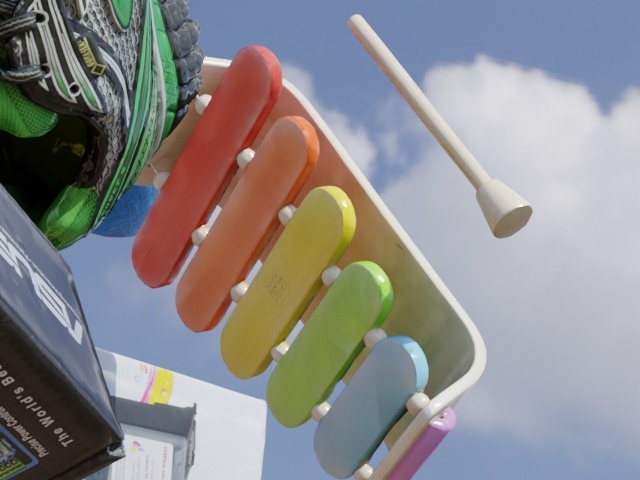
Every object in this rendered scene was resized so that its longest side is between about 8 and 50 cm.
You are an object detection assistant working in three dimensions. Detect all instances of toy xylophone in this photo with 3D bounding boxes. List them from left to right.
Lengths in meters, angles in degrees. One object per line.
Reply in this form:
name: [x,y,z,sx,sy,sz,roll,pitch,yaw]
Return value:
toy xylophone: [0.000,0.000,1.169,0.081,0.323,0.236,-10,-44,-42]

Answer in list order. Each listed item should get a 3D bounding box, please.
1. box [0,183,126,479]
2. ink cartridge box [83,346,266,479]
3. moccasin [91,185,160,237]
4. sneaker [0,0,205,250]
box: [-0.189,0.005,0.334,0.216,0.060,0.270,-29,-41,3]
ink cartridge box: [-0.222,0.147,1.381,0.226,0.131,0.306,-3,-16,37]
moccasin: [-0.294,-0.114,1.629,0.342,0.117,0.138,39,-76,-21]
sneaker: [-0.135,-0.130,0.850,0.134,0.146,0.344,5,-42,17]
